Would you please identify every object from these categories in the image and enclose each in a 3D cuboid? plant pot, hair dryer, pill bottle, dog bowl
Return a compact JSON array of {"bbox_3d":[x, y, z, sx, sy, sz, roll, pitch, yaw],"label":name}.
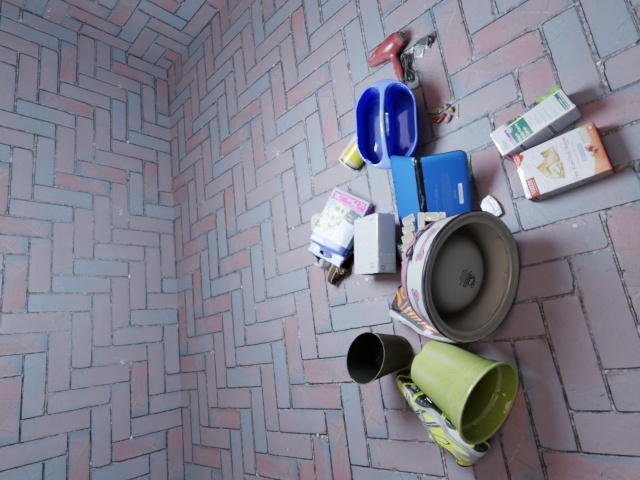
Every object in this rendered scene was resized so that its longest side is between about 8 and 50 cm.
[{"bbox_3d":[0.445,0.460,1.305,0.254,0.276,0.276,25,102,54],"label":"plant pot"},{"bbox_3d":[0.313,-0.764,1.693,0.293,0.080,0.223,28,105,43],"label":"hair dryer"},{"bbox_3d":[0.169,-0.405,1.767,0.184,0.103,0.103,-52,53,26],"label":"pill bottle"},{"bbox_3d":[0.433,0.105,1.268,0.150,0.408,0.408,9,91,62],"label":"dog bowl"}]

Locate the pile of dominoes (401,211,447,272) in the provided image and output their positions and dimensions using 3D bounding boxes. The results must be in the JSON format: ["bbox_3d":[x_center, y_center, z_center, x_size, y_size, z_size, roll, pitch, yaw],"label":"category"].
[{"bbox_3d":[0.375,0.022,1.428,0.196,0.040,0.251,7,100,53],"label":"pile of dominoes"}]

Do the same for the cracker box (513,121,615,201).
[{"bbox_3d":[0.736,-0.233,1.227,0.232,0.067,0.155,-25,68,40],"label":"cracker box"}]

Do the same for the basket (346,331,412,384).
[{"bbox_3d":[0.233,0.431,1.510,0.154,0.227,0.204,40,111,39],"label":"basket"}]

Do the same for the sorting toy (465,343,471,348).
[{"bbox_3d":[0.506,0.340,1.410,0.062,0.012,0.083,-16,74,44],"label":"sorting toy"}]

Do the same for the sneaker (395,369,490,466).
[{"bbox_3d":[0.391,0.612,1.399,0.385,0.145,0.147,42,126,46],"label":"sneaker"}]

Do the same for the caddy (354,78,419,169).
[{"bbox_3d":[0.264,-0.448,1.573,0.241,0.179,0.341,-2,93,24],"label":"caddy"}]

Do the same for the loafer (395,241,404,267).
[{"bbox_3d":[0.373,0.070,1.543,0.267,0.084,0.096,30,136,45],"label":"loafer"}]

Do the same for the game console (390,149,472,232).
[{"bbox_3d":[0.402,-0.179,1.468,0.250,0.173,0.293,-9,111,10],"label":"game console"}]

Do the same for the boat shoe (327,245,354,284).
[{"bbox_3d":[0.099,0.115,1.787,0.073,0.073,0.207,39,112,42],"label":"boat shoe"}]

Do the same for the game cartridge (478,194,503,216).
[{"bbox_3d":[0.591,-0.114,1.386,0.056,0.017,0.083,-43,57,36],"label":"game cartridge"}]

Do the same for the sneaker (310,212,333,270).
[{"bbox_3d":[0.000,0.000,1.868,0.110,0.118,0.292,-33,62,38],"label":"sneaker"}]

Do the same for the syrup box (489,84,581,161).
[{"bbox_3d":[0.680,-0.365,1.279,0.237,0.096,0.093,-37,61,34],"label":"syrup box"}]

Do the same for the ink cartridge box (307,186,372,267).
[{"bbox_3d":[0.074,-0.058,1.755,0.186,0.065,0.311,28,92,22],"label":"ink cartridge box"}]

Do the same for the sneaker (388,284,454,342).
[{"bbox_3d":[0.389,0.241,1.453,0.321,0.125,0.180,20,99,45],"label":"sneaker"}]

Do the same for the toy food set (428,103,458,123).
[{"bbox_3d":[0.471,-0.486,1.546,0.122,0.019,0.078,-5,81,43],"label":"toy food set"}]

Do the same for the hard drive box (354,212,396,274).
[{"bbox_3d":[0.215,0.020,1.604,0.181,0.089,0.232,165,106,-64],"label":"hard drive box"}]
